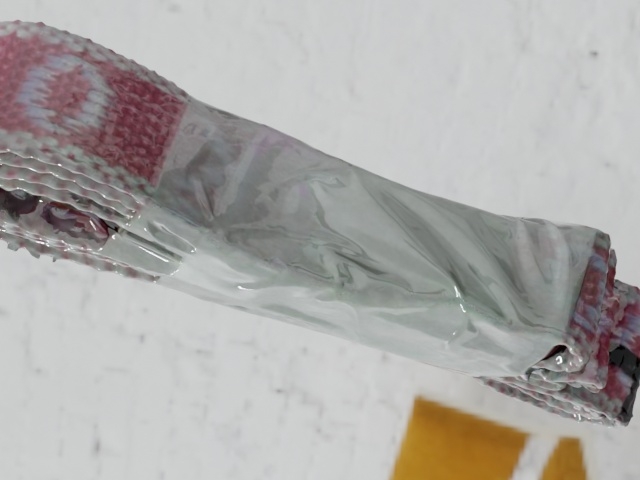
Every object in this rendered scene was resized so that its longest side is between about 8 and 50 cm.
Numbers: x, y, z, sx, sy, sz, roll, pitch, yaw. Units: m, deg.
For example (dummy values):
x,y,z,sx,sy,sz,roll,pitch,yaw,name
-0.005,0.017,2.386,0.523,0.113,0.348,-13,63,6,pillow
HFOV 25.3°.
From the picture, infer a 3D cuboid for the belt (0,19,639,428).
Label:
x,y,z,sx,sy,sz,roll,pitch,yaw,name
0.000,0.000,0.416,0.071,0.232,0.053,136,150,-59,belt
